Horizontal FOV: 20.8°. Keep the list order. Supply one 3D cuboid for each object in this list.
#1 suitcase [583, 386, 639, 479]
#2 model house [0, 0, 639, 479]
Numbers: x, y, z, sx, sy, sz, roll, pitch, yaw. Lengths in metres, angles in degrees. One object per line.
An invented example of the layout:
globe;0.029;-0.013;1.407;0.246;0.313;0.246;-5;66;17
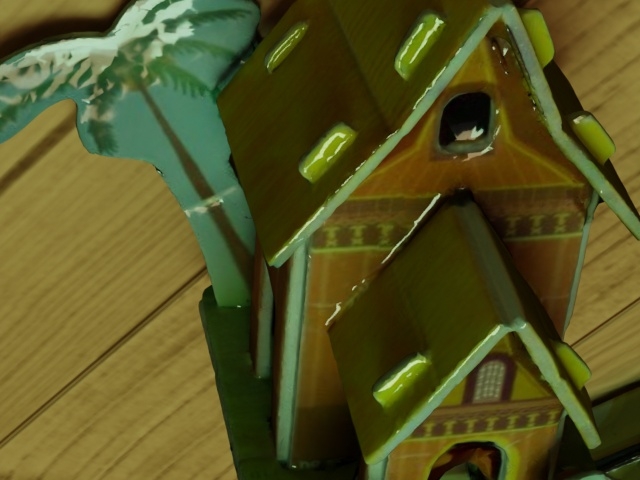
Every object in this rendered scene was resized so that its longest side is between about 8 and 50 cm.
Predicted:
suitcase;0.291;0.186;1.220;0.235;0.143;0.194;-26;134;21
model house;0.000;0.000;0.889;0.340;0.300;0.323;-3;127;-12
